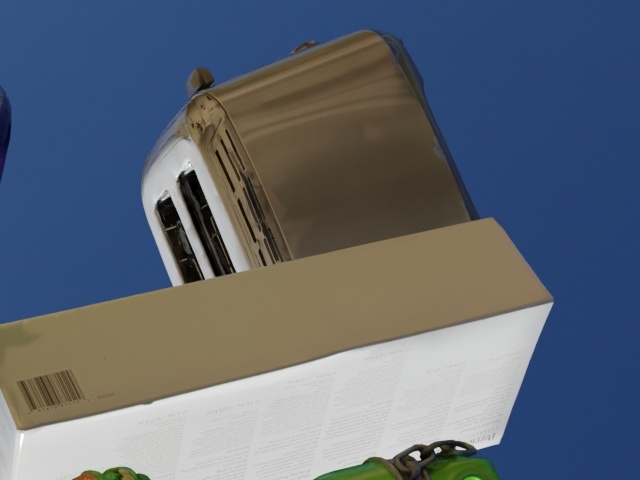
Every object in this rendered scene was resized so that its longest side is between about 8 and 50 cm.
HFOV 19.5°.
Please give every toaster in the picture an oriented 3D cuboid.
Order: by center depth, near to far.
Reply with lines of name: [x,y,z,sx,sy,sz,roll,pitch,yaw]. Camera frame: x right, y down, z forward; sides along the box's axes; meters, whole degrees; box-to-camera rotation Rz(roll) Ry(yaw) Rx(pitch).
toaster: [0.000,0.000,1.037,0.146,0.227,0.129,-18,169,-28]

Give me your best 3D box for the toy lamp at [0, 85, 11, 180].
toy lamp: [-0.118,-0.099,0.463,0.080,0.275,0.080,3,-152,-2]

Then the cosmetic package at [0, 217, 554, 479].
cosmetic package: [-0.026,0.062,0.781,0.239,0.099,0.060,-12,-133,-26]

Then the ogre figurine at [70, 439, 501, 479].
ogre figurine: [-0.040,0.124,0.636,0.197,0.118,0.097,-11,-102,34]
